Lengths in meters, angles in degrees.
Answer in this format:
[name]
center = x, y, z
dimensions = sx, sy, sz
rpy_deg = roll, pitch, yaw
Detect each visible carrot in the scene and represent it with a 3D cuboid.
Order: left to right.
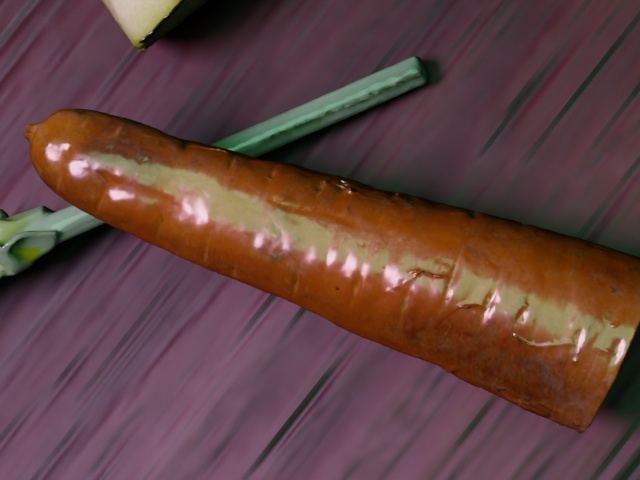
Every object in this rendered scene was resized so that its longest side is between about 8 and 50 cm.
[carrot]
center = 0.000, 0.000, 0.586
dimensions = 0.210, 0.061, 0.061
rpy_deg = 20, 86, 6

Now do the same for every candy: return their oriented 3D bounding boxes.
[candy]
center = -0.106, -0.007, 0.630
dimensions = 0.305, 0.083, 0.091
rpy_deg = -24, 106, 1

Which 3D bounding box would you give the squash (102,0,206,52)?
[squash]
center = -0.012, -0.159, 0.625
dimensions = 0.200, 0.075, 0.090
rpy_deg = -40, 49, 3
